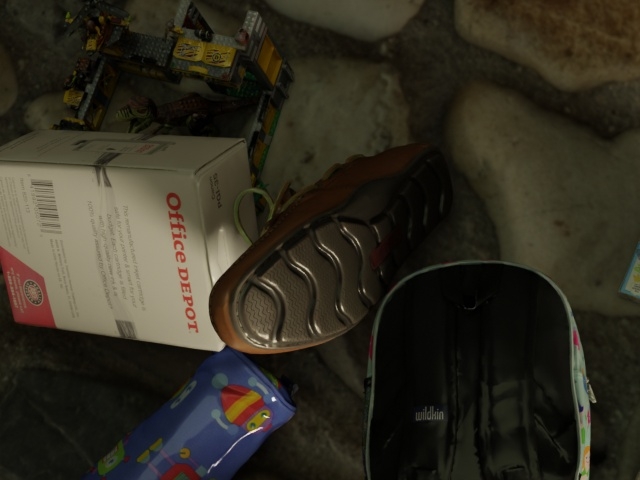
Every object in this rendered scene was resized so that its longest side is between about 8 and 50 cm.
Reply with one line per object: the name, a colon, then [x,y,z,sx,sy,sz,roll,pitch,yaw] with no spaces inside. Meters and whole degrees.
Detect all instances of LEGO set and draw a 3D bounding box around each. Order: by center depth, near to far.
LEGO set: [-0.192,-0.170,1.388,0.331,0.192,0.255,22,80,19]

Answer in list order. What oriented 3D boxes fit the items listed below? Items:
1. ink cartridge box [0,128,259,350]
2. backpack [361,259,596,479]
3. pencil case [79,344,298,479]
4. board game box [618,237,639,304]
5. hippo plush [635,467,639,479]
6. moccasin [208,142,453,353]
ink cartridge box: [-0.213,-0.005,1.308,0.283,0.117,0.207,5,115,25]
backpack: [0.161,0.152,1.203,0.225,0.191,0.253,-5,73,15]
pencil case: [-0.163,0.238,1.293,0.306,0.119,0.133,-45,25,-2]
board game box: [0.409,0.038,1.268,0.154,0.026,0.103,21,79,18]
hippo plush: [0.412,0.230,1.094,0.234,0.236,0.294,13,76,16]
moccasin: [-0.001,-0.003,1.233,0.147,0.139,0.380,-1,30,33]
